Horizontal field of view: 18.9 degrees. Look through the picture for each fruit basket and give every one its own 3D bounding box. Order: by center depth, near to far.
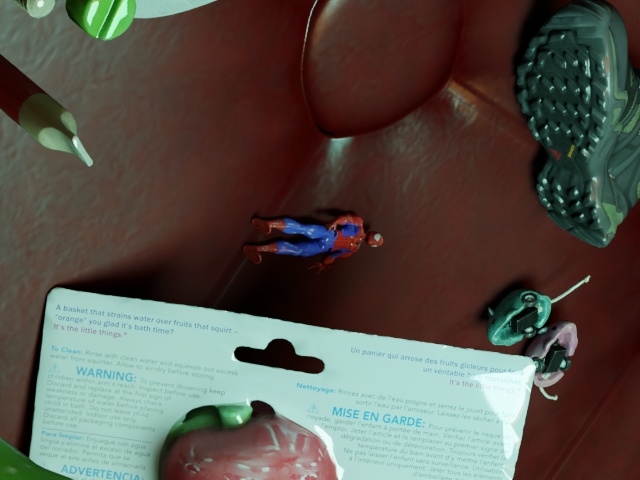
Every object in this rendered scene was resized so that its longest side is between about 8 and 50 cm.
[{"bbox_3d":[-0.045,0.211,1.326,0.327,0.165,0.353,8,106,-3],"label":"fruit basket"}]

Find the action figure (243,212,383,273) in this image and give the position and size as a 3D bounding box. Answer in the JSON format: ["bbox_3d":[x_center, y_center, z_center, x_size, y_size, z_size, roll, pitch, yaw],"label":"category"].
[{"bbox_3d":[0.000,0.000,1.358,0.115,0.030,0.038,-4,116,-43],"label":"action figure"}]

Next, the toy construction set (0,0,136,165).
[{"bbox_3d":[-0.122,-0.176,0.956,0.257,0.237,0.309,-22,132,-29],"label":"toy construction set"}]

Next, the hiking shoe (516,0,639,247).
[{"bbox_3d":[0.212,-0.106,1.444,0.114,0.086,0.227,-44,147,-28],"label":"hiking shoe"}]

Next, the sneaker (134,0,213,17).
[{"bbox_3d":[-0.049,-0.226,1.115,0.217,0.121,0.079,-29,164,27],"label":"sneaker"}]

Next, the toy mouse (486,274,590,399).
[{"bbox_3d":[0.167,0.079,1.562,0.161,0.031,0.143,26,100,-49],"label":"toy mouse"}]

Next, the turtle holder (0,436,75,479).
[{"bbox_3d":[-0.289,0.158,1.061,0.243,0.227,0.320,-46,139,-6],"label":"turtle holder"}]
